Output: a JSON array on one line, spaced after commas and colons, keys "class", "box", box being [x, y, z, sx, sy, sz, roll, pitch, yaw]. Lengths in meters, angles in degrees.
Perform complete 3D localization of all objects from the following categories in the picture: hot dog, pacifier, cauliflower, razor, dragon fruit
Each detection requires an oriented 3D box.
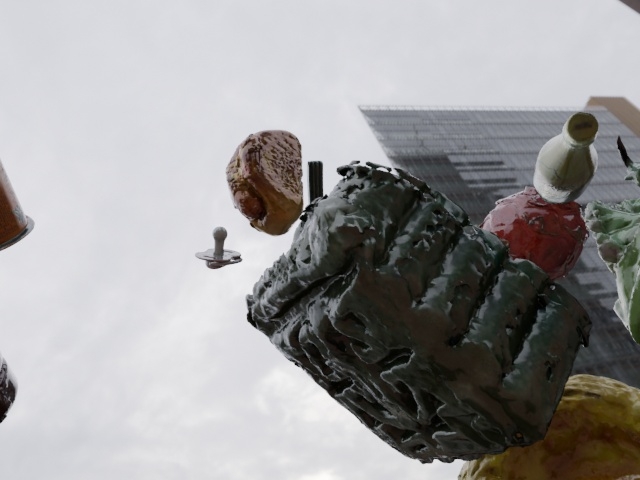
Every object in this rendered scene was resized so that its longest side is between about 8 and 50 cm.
[{"class": "hot dog", "box": [-0.124, -0.137, 1.225, 0.153, 0.257, 0.150, 16, -43, -22]}, {"class": "pacifier", "box": [-0.183, 0.013, 1.052, 0.081, 0.099, 0.078, 8, -81, 17]}, {"class": "cauliflower", "box": [0.362, -0.001, 0.528, 0.238, 0.257, 0.315, -10, -38, 39]}, {"class": "razor", "box": [-0.001, 0.001, 0.680, 0.068, 0.192, 0.037, -5, -4, -14]}, {"class": "dragon fruit", "box": [0.487, -0.009, 1.307, 0.252, 0.240, 0.241, -51, -41, -15]}]

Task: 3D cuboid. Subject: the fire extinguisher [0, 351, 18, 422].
[{"class": "fire extinguisher", "box": [-0.318, -0.014, 0.354, 0.141, 0.105, 0.342, -1, -59, 21]}]

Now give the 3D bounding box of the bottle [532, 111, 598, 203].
[{"class": "bottle", "box": [0.345, -0.114, 0.795, 0.083, 0.083, 0.269, -31, -18, 10]}]

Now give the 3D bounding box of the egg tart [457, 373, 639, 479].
[{"class": "egg tart", "box": [0.372, 0.376, 0.757, 0.387, 0.388, 0.169, -36, -42, 16]}]

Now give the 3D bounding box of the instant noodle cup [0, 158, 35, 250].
[{"class": "instant noodle cup", "box": [-0.524, -0.078, 0.749, 0.230, 0.230, 0.183, -9, -66, -13]}]

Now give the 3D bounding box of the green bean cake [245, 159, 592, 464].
[{"class": "green bean cake", "box": [0.065, 0.073, 0.507, 0.255, 0.132, 0.241, 41, -30, -3]}]
